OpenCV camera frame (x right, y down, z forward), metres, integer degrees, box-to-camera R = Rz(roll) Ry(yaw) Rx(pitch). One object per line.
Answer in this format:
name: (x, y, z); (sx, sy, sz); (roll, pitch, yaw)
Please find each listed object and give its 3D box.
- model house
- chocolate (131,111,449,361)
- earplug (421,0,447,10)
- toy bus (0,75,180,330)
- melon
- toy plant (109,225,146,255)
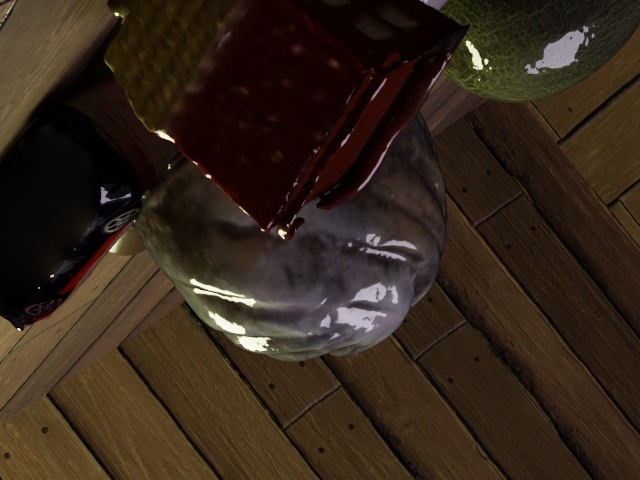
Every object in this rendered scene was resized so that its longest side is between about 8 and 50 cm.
model house: (-0.047, -0.159, 1.469); (0.196, 0.254, 0.160); (-56, 171, 34)
chocolate: (0.000, 0.000, 1.705); (0.303, 0.213, 0.303); (-26, 168, -6)
earplug: (0.103, -0.306, 1.717); (0.301, 0.172, 0.172); (-45, 174, 13)
toy bus: (-0.245, -0.039, 1.790); (0.147, 0.127, 0.303); (-40, 177, -46)
melon: (0.257, -0.297, 2.163); (0.302, 0.237, 0.237); (-37, 175, -22)
toy plant: (-0.197, -0.071, 2.022); (0.143, 0.105, 0.200); (-12, 140, -35)
